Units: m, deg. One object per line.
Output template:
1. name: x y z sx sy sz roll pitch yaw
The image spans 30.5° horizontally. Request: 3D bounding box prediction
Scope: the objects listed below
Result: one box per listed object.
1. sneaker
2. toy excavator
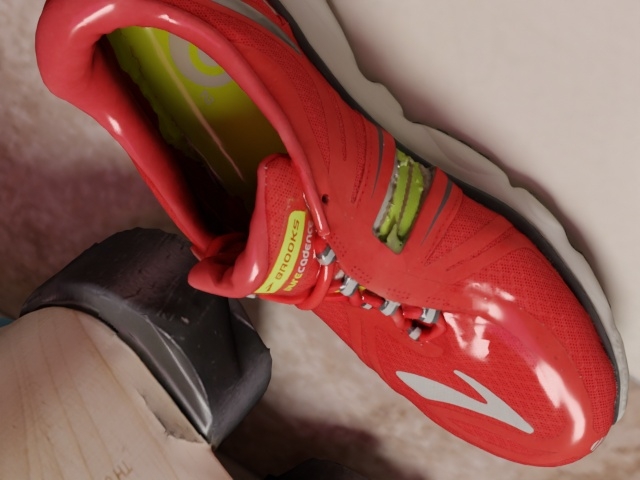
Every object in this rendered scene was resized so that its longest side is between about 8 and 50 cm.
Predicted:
1. sneaker: 0.000 0.000 0.446 0.279 0.118 0.107 43 123 -6
2. toy excavator: -0.146 0.255 0.613 0.445 0.222 0.433 -23 108 43
